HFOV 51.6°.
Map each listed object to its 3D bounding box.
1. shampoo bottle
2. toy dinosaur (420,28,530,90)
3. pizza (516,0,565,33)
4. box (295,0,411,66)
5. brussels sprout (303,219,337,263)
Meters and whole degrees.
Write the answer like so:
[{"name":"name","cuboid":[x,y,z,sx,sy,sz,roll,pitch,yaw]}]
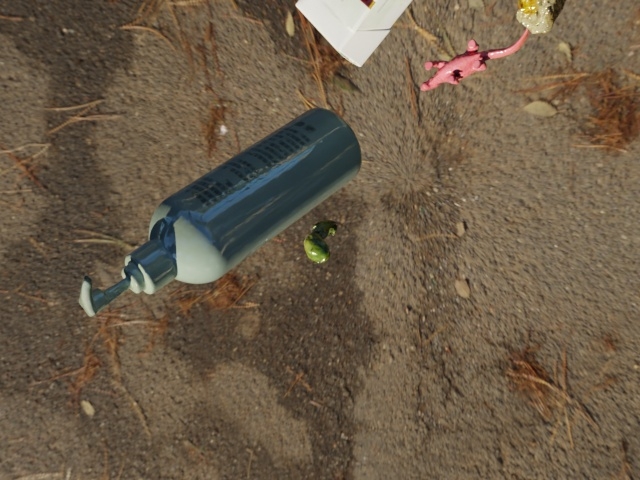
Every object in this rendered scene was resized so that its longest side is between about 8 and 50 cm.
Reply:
[{"name":"shampoo bottle","cuboid":[-0.056,-0.015,0.387,0.195,0.056,0.056,-38,89,-33]},{"name":"toy dinosaur","cuboid":[0.359,-0.406,1.498,0.286,0.139,0.070,-22,83,29]},{"name":"pizza","cuboid":[0.248,-0.354,0.707,0.058,0.127,0.247,18,129,37]},{"name":"box","cuboid":[0.052,-0.233,0.552,0.154,0.040,0.084,-49,54,20]},{"name":"brussels sprout","cuboid":[-0.001,-0.001,1.167,0.050,0.083,0.046,25,142,-13]}]
